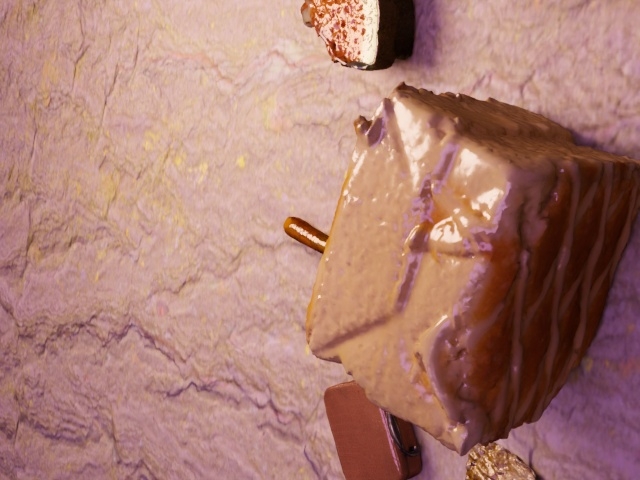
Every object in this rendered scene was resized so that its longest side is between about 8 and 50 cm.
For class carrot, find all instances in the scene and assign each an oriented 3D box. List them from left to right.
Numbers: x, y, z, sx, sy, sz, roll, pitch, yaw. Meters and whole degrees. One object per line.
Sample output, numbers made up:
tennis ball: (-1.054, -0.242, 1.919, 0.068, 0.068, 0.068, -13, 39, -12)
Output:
carrot: (0.000, 0.000, 1.419, 0.170, 0.042, 0.042, 26, 110, 35)

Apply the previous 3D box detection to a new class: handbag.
handbag: (0.093, 0.336, 1.339, 0.151, 0.072, 0.194, -21, 78, 40)

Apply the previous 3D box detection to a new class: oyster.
oyster: (0.283, 0.379, 1.201, 0.146, 0.045, 0.122, 58, 140, 23)

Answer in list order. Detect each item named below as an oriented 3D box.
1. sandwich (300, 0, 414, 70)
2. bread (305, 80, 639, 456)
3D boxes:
sandwich: (0.061, -0.398, 1.294, 0.212, 0.109, 0.292, -43, 63, 42)
bread: (0.209, 0.019, 1.012, 0.279, 0.371, 0.390, 26, 109, 37)
